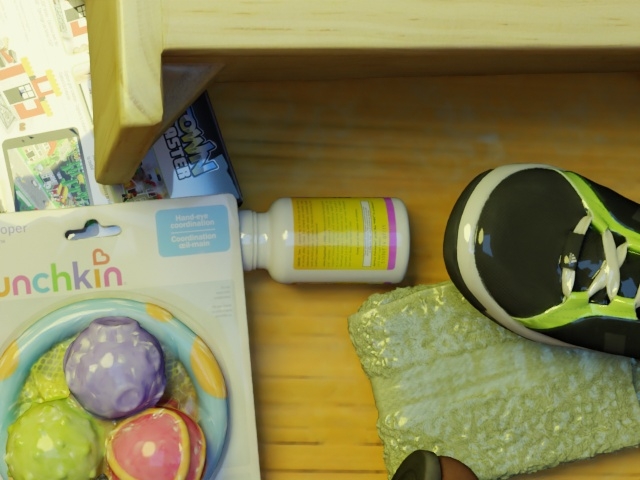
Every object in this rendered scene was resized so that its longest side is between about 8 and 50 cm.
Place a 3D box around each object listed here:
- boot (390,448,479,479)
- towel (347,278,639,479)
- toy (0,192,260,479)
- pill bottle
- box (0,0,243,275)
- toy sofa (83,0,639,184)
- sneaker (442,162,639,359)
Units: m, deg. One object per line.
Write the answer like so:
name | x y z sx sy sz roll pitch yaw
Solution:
boot | 0.161 0.227 0.586 0.280 0.096 0.264 -1 86 -8
towel | 0.094 0.066 0.622 0.148 0.027 0.110 -14 89 -9
toy | -0.094 0.104 0.562 0.136 0.056 0.237 -5 98 -8
pill bottle | 0.000 0.000 0.606 0.083 0.043 0.043 0 86 -7
box | -0.123 -0.097 0.601 0.114 0.036 0.207 -18 89 -8
toy sofa | 0.070 -0.127 0.549 0.362 0.150 0.177 -3 86 -14
sneaker | 0.171 0.020 0.574 0.234 0.097 0.084 20 76 -22
